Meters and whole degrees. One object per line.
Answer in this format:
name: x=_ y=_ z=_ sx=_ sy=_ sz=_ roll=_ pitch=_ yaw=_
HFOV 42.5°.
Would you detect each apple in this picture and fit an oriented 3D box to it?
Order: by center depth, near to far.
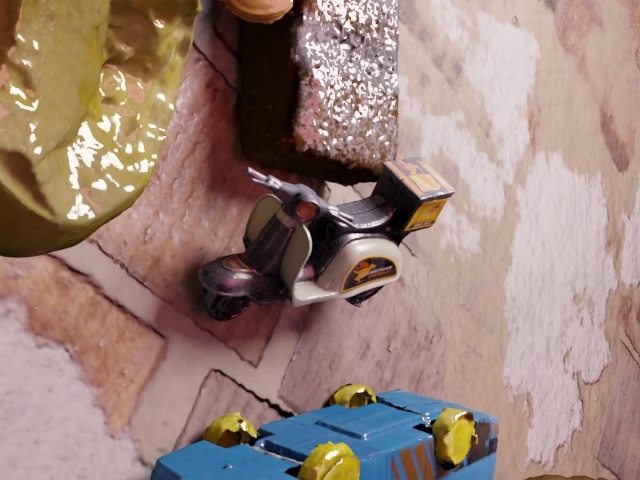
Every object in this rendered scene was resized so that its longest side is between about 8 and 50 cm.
apple: x=-0.210 y=-0.126 z=0.495 sx=0.279 sy=0.279 sz=0.279 roll=6 pitch=82 yaw=-48

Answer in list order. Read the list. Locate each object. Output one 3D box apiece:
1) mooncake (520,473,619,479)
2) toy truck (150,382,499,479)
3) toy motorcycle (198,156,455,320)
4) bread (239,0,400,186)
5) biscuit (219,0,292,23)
mooncake: x=0.316 y=0.446 z=0.920 sx=0.393 sy=0.394 sz=0.246 roll=57 pitch=48 yaw=-25
toy truck: x=0.023 y=0.241 z=0.792 sx=0.385 sy=0.161 sz=0.162 roll=-1 pitch=97 yaw=-49
toy motorcycle: x=0.000 y=0.000 z=0.795 sx=0.263 sy=0.091 sz=0.157 roll=-11 pitch=138 yaw=-43
bread: x=0.003 y=-0.271 z=0.848 sx=0.165 sy=0.113 sz=0.416 roll=4 pitch=84 yaw=-46
biscuit: x=-0.103 y=-0.309 z=0.738 sx=0.162 sy=0.035 sz=0.250 roll=-35 pitch=94 yaw=-14
